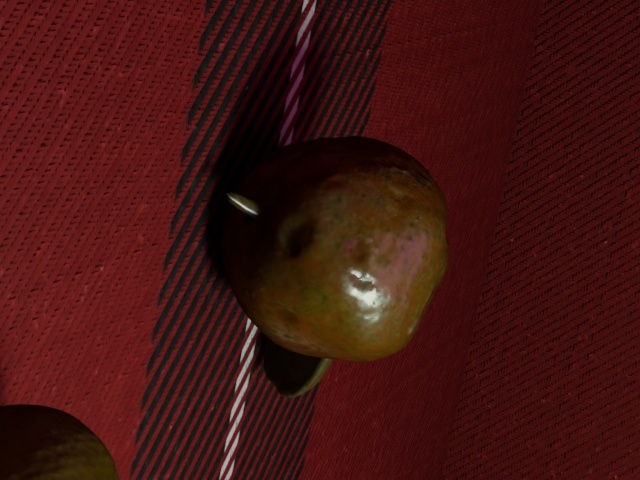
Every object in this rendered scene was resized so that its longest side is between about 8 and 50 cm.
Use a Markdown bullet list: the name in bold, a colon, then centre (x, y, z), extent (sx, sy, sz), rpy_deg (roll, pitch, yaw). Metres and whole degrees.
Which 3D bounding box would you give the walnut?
- **walnut**: centre (-0.286, 0.246, 1.450), extent (0.298, 0.203, 0.203), rpy_deg (-3, 107, -69)

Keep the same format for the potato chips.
- **potato chips**: centre (-0.006, 0.115, 2.181), extent (0.049, 0.150, 0.202), rpy_deg (9, 115, -30)

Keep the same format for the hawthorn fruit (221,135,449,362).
- **hawthorn fruit**: centre (0.000, 0.000, 1.971), extent (0.298, 0.277, 0.277), rpy_deg (28, 77, -42)
